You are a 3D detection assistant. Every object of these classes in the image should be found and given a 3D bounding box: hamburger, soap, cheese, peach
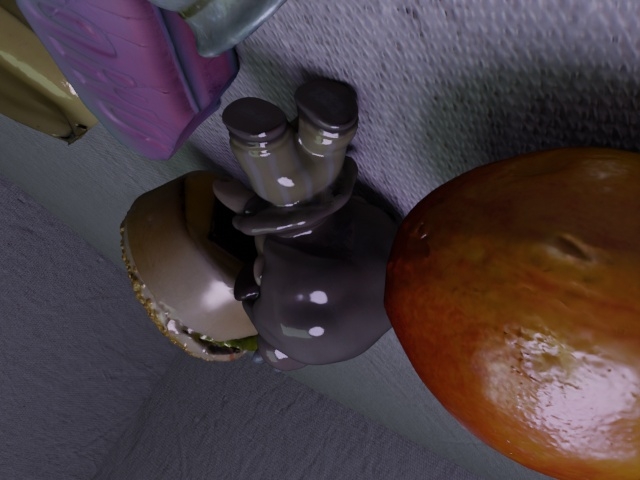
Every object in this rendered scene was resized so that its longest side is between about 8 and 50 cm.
[{"bbox_3d":[-0.168,0.037,0.880,0.170,0.302,0.302,-38,116,22],"label":"hamburger"},{"bbox_3d":[-0.191,-0.202,0.599,0.192,0.109,0.324,28,161,13],"label":"soap"},{"bbox_3d":[-0.444,-0.270,0.815,0.316,0.128,0.259,35,154,-25],"label":"cheese"},{"bbox_3d":[0.177,0.045,0.433,0.281,0.238,0.281,29,174,4],"label":"peach"}]

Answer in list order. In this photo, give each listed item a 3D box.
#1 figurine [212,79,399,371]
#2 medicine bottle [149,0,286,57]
[{"bbox_3d":[0.000,-0.001,0.673,0.203,0.248,0.381,36,152,38],"label":"figurine"},{"bbox_3d":[-0.068,-0.205,0.339,0.143,0.147,0.147,40,160,-29],"label":"medicine bottle"}]
